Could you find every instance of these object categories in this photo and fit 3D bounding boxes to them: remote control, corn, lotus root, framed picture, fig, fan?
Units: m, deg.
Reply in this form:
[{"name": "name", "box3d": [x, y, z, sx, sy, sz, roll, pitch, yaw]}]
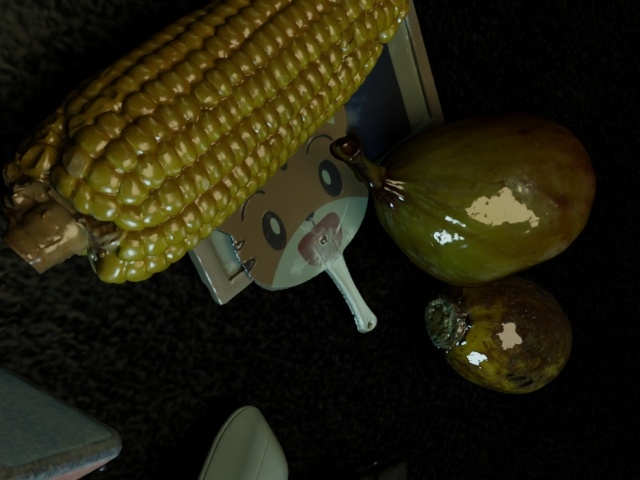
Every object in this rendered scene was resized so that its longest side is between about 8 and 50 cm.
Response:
[{"name": "remote control", "box3d": [-0.086, 0.267, 0.610, 0.103, 0.051, 0.293, 73, 30, -43]}, {"name": "corn", "box3d": [-0.062, -0.090, 0.526, 0.322, 0.119, 0.119, -48, 129, -27]}, {"name": "lotus root", "box3d": [0.184, 0.090, 0.820, 0.209, 0.120, 0.120, 18, 91, -43]}, {"name": "framed picture", "box3d": [-0.017, -0.108, 0.651, 0.281, 0.019, 0.209, -41, 127, -25]}, {"name": "fig", "box3d": [0.106, -0.039, 0.678, 0.274, 0.170, 0.145, 8, 63, -44]}, {"name": "fan", "box3d": [0.000, 0.000, 0.681, 0.152, 0.008, 0.226, -45, 128, -23]}]

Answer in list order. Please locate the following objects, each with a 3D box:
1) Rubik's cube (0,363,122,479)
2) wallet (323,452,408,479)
[{"name": "Rubik's cube", "box3d": [-0.261, 0.099, 0.333, 0.228, 0.228, 0.233, -67, 150, -44]}, {"name": "wallet", "box3d": [0.012, 0.376, 0.811, 0.170, 0.044, 0.321, -2, 104, -39]}]
